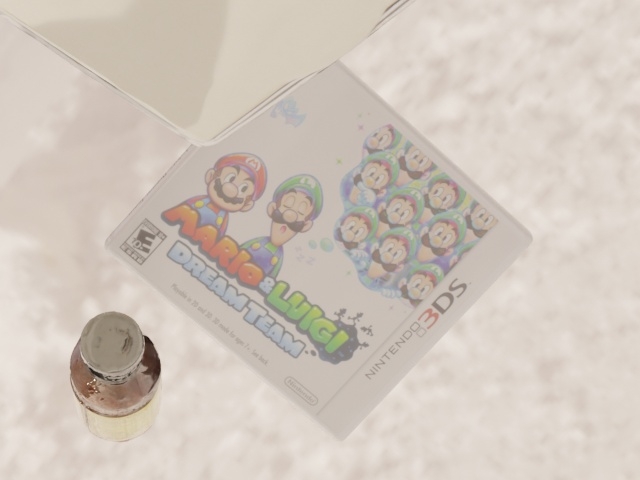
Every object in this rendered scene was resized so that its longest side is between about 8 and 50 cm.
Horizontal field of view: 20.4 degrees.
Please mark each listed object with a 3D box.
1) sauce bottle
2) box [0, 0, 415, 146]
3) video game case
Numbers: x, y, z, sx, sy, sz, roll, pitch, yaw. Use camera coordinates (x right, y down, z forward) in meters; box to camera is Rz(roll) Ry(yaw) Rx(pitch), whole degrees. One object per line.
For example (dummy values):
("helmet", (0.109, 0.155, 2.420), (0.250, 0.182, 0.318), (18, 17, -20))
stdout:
("sauce bottle", (-0.089, 0.059, 0.780), (0.042, 0.042, 0.128), (-59, -2, -17))
("box", (-0.012, -0.167, 0.470), (0.113, 0.094, 0.275), (-34, 35, 38))
("video game case", (0.000, 0.000, 0.864), (0.143, 0.157, 0.019), (-47, 15, 8))
